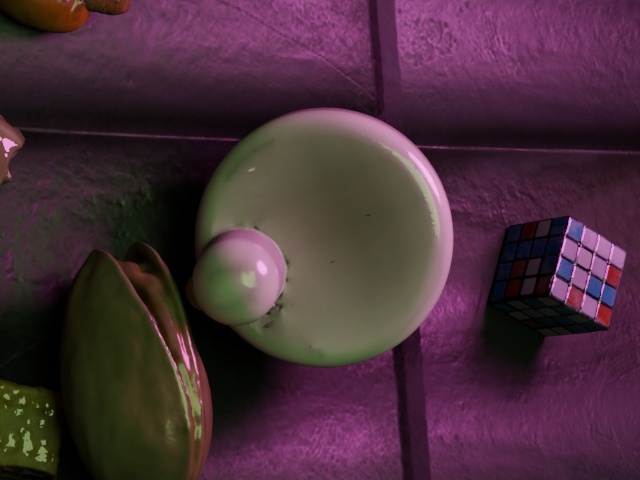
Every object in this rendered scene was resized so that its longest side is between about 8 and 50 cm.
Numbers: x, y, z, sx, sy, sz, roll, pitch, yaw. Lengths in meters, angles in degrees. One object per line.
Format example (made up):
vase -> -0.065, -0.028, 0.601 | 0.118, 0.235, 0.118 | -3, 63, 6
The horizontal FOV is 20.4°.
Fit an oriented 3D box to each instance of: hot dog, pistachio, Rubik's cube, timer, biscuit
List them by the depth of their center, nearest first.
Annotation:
biscuit -> -0.252, 0.159, 1.481 | 0.083, 0.018, 0.081 | 17, 73, -35
pistachio -> -0.153, 0.112, 1.491 | 0.135, 0.136, 0.226 | -4, 79, -38
hot dog -> -0.233, -0.224, 1.529 | 0.140, 0.060, 0.090 | 37, 65, -29
timer -> 0.000, 0.000, 1.561 | 0.233, 0.240, 0.234 | 0, 97, 3
Rubik's cube -> 0.245, 0.038, 1.834 | 0.092, 0.092, 0.092 | 30, 66, -30

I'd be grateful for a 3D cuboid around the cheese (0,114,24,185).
cheese -> -0.319, -0.032, 1.414 | 0.175, 0.091, 0.202 | 50, 58, -22
